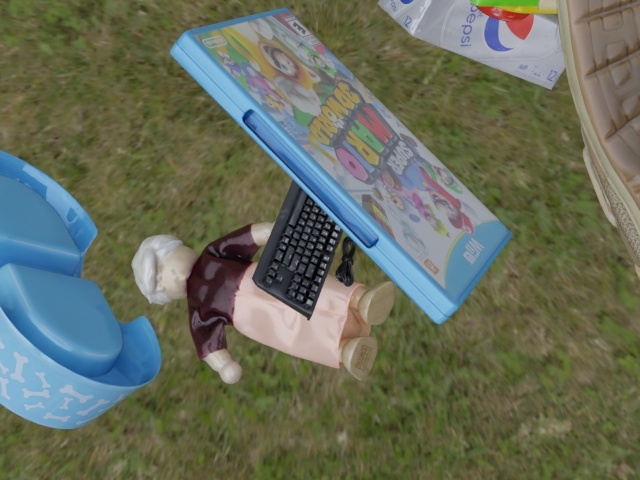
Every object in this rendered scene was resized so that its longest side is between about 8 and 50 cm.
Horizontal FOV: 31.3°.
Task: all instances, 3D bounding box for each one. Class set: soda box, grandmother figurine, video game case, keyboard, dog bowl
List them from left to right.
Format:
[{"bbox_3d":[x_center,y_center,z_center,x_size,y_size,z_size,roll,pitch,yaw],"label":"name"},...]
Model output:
[{"bbox_3d":[-0.252,0.038,0.979,0.074,0.166,0.297,-49,54,18],"label":"dog bowl"},{"bbox_3d":[-0.090,0.072,1.402,0.342,0.104,0.208,18,78,26],"label":"grandmother figurine"},{"bbox_3d":[0.000,0.000,1.243,0.108,0.023,0.180,34,56,-19],"label":"keyboard"},{"bbox_3d":[0.016,-0.042,0.537,0.166,0.119,0.015,46,116,3],"label":"video game case"},{"bbox_3d":[0.222,-0.297,1.550,0.286,0.098,0.091,13,117,-38],"label":"soda box"}]

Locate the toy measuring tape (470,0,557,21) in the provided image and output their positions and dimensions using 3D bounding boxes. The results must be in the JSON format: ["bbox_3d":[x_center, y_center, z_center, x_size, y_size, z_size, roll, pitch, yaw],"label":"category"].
[{"bbox_3d":[0.263,-0.302,1.244,0.330,0.121,0.121,-5,100,-23],"label":"toy measuring tape"}]

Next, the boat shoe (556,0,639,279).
[{"bbox_3d":[0.215,-0.061,0.717,0.121,0.110,0.341,-21,103,-6],"label":"boat shoe"}]
